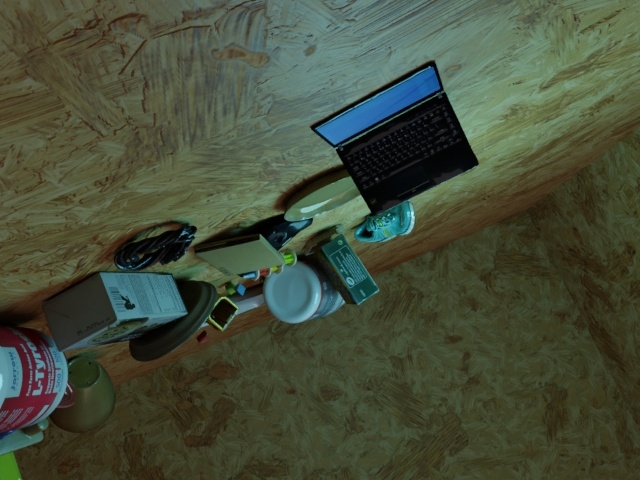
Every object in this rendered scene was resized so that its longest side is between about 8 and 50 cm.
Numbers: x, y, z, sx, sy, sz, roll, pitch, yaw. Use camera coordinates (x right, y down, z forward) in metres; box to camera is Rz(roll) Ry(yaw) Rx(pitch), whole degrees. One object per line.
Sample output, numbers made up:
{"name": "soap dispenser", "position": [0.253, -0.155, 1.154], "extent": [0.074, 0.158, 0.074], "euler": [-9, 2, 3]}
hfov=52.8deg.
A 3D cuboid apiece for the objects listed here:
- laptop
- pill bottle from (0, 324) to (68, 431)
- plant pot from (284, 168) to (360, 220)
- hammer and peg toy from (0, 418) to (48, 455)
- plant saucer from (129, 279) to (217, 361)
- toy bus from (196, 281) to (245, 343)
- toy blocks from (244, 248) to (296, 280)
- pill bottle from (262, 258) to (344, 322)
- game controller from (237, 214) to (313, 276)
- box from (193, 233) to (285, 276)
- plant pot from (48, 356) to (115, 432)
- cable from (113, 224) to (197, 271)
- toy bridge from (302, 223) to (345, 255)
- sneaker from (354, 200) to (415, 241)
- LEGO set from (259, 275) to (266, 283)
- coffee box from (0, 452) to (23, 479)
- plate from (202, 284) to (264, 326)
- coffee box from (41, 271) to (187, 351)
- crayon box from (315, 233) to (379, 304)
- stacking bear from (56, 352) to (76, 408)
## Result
{"name": "laptop", "position": [0.146, -0.170, 1.176], "extent": [0.234, 0.264, 0.137], "euler": [-26, -154, 13]}
{"name": "pill bottle", "position": [-0.697, 0.280, 1.292], "extent": [0.229, 0.229, 0.408], "euler": [-24, 170, -2]}
{"name": "plant pot", "position": [0.020, -0.111, 1.483], "extent": [0.236, 0.032, 0.236], "euler": [-23, 169, -5]}
{"name": "hammer and peg toy", "position": [-0.835, 0.408, 1.518], "extent": [0.127, 0.266, 0.361], "euler": [-28, 170, 19]}
{"name": "plant saucer", "position": [-0.396, 0.200, 1.699], "extent": [0.277, 0.041, 0.278], "euler": [-26, -151, 16]}
{"name": "toy bus", "position": [-0.348, 0.204, 2.020], "extent": [0.202, 0.191, 0.104], "euler": [-29, 125, 20]}
{"name": "toy blocks", "position": [-0.161, 0.076, 1.942], "extent": [0.148, 0.054, 0.123], "euler": [-13, 165, -45]}
{"name": "pill bottle", "position": [-0.033, 0.169, 2.257], "extent": [0.210, 0.210, 0.363], "euler": [-28, 169, 20]}
{"name": "game controller", "position": [-0.138, 0.008, 1.685], "extent": [0.166, 0.067, 0.319], "euler": [-34, 178, -36]}
{"name": "box", "position": [-0.191, 0.038, 1.567], "extent": [0.164, 0.021, 0.201], "euler": [-12, 159, 11]}
{"name": "plant pot", "position": [-0.831, 0.509, 2.241], "extent": [0.237, 0.237, 0.254], "euler": [-18, 152, -31]}
{"name": "cable", "position": [-0.331, 0.011, 1.304], "extent": [0.150, 0.047, 0.184], "euler": [-7, 163, -43]}
{"name": "toy bridge", "position": [0.000, 0.000, 1.996], "extent": [0.063, 0.026, 0.188], "euler": [-14, 165, -41]}
{"name": "sneaker", "position": [0.200, -0.052, 1.996], "extent": [0.109, 0.107, 0.275], "euler": [-7, 162, -28]}
{"name": "LEGO set", "position": [-0.183, 0.122, 2.227], "extent": [0.054, 0.023, 0.083], "euler": [-28, -178, 30]}
{"name": "coffee box", "position": [-1.020, 0.544, 1.581], "extent": [0.334, 0.338, 0.337], "euler": [-28, 169, 18]}
{"name": "plate", "position": [-0.315, 0.239, 2.429], "extent": [0.277, 0.045, 0.278], "euler": [-17, 168, -29]}
{"name": "coffee box", "position": [-0.467, 0.160, 1.503], "extent": [0.168, 0.119, 0.297], "euler": [-27, 169, 14]}
{"name": "crayon box", "position": [0.075, 0.100, 2.043], "extent": [0.083, 0.203, 0.323], "euler": [-33, 178, -6]}
{"name": "stacking bear", "position": [-0.903, 0.447, 1.899], "extent": [0.288, 0.176, 0.164], "euler": [-19, 173, 15]}
